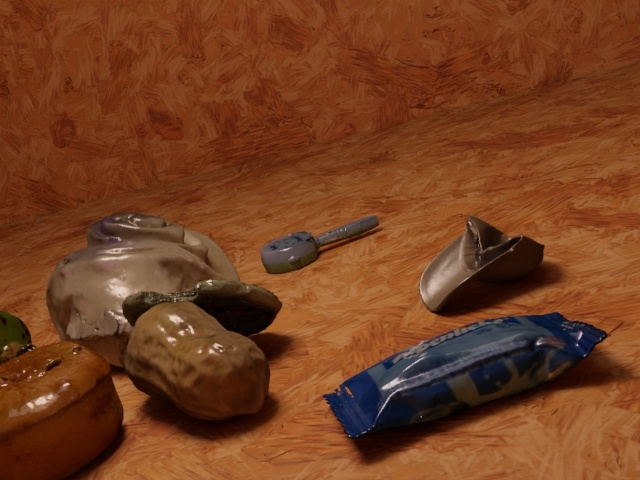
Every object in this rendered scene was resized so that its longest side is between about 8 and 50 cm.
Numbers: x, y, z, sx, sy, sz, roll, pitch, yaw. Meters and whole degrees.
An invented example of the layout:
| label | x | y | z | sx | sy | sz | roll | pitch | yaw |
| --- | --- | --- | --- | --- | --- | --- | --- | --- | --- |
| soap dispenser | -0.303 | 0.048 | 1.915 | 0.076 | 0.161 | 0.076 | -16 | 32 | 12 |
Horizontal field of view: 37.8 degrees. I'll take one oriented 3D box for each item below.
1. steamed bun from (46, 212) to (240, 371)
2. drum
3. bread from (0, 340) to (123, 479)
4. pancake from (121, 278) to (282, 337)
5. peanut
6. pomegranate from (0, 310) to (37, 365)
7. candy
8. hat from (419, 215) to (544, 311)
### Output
| label | x | y | z | sx | sy | sz | roll | pitch | yaw |
| --- | --- | --- | --- | --- | --- | --- | --- | --- | --- |
| steamed bun | -0.330 | 0.062 | 1.691 | 0.346 | 0.238 | 0.394 | -17 | 14 | -3 |
| drum | 0.002 | 0.005 | 1.896 | 0.253 | 0.049 | 0.130 | -17 | 15 | 1 |
| bread | -0.400 | 0.245 | 1.297 | 0.268 | 0.146 | 0.268 | -20 | 15 | 6 |
| pancake | -0.181 | 0.114 | 1.465 | 0.253 | 0.037 | 0.253 | -4 | -24 | -2 |
| peanut | -0.186 | 0.166 | 1.322 | 0.143 | 0.159 | 0.291 | -48 | 27 | -20 |
| pomegranate | -0.570 | 0.211 | 1.652 | 0.220 | 0.156 | 0.156 | 35 | 45 | 31 |
| candy | 0.167 | 0.155 | 1.139 | 0.331 | 0.077 | 0.187 | -17 | 8 | -4 |
| hat | 0.254 | 0.055 | 1.452 | 0.173 | 0.144 | 0.166 | -61 | 20 | 3 |
